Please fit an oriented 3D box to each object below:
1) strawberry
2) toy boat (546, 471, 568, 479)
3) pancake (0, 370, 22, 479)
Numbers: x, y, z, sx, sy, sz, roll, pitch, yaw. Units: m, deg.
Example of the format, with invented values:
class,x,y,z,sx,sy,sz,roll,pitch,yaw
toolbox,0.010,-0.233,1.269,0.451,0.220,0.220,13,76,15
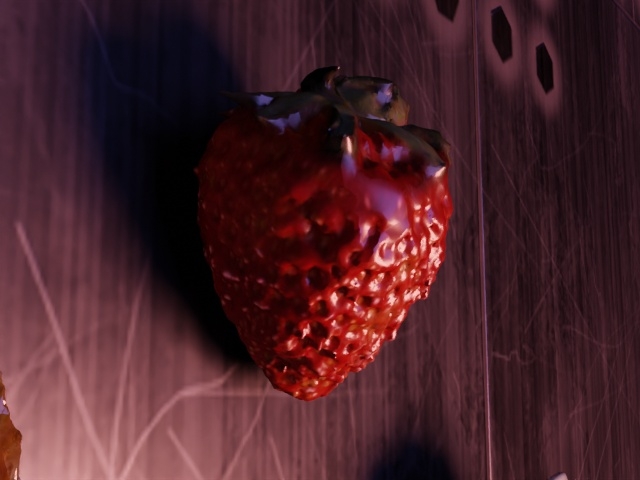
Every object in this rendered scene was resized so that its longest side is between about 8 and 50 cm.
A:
class,x,y,z,sx,sy,sz,roll,pitch,yaw
strawberry,-0.005,-0.005,0.453,0.131,0.148,0.131,23,34,-16
toy boat,0.118,0.288,0.587,0.199,0.100,0.290,7,78,-56
pancake,-0.159,0.091,0.238,0.212,0.056,0.257,-6,82,-64
